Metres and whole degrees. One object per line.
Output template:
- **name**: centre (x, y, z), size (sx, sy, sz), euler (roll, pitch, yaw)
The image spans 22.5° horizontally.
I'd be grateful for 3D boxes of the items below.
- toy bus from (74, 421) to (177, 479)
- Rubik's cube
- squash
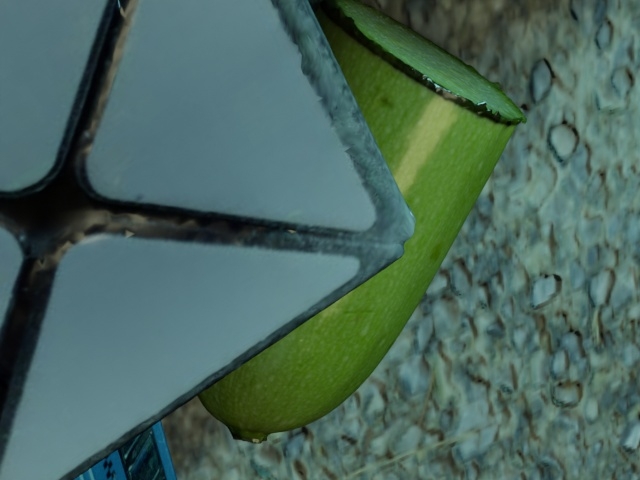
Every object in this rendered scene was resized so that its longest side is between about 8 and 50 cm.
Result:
- **toy bus**: centre (-0.142, 0.172, 0.909), size (0.134, 0.114, 0.246), euler (-56, 144, -45)
- **Rubik's cube**: centre (-0.151, -0.070, 0.685), size (0.260, 0.259, 0.255), euler (-36, 128, -8)
- **squash**: centre (0.000, 0.000, 0.898), size (0.132, 0.132, 0.247), euler (20, 107, -37)
